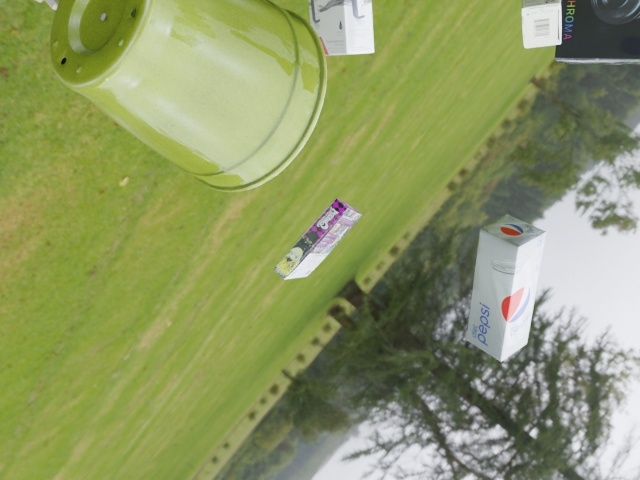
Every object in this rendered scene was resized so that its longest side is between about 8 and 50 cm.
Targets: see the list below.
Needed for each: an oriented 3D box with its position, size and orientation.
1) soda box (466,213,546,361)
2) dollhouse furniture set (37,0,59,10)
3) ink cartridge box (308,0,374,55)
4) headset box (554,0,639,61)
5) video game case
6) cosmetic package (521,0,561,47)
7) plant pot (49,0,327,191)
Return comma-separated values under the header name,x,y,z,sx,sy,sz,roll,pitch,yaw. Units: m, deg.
name,x,y,z,sx,sy,sz,roll,pitch,yaw
soda box,0.374,0.099,1.345,0.091,0.098,0.286,-23,128,-32
dollhouse furniture set,-0.365,-0.577,1.181,0.374,0.152,0.201,-37,175,11
ink cartridge box,0.048,-0.572,1.636,0.092,0.159,0.217,-14,109,-32
headset box,0.608,-0.454,1.233,0.131,0.283,0.246,-18,114,-58
video game case,0.000,0.000,1.523,0.210,0.042,0.232,-48,171,7
cosmetic package,0.249,-0.279,0.745,0.060,0.041,0.115,59,36,-54
plant pot,-0.239,-0.304,1.119,0.366,0.366,0.353,-53,145,12
